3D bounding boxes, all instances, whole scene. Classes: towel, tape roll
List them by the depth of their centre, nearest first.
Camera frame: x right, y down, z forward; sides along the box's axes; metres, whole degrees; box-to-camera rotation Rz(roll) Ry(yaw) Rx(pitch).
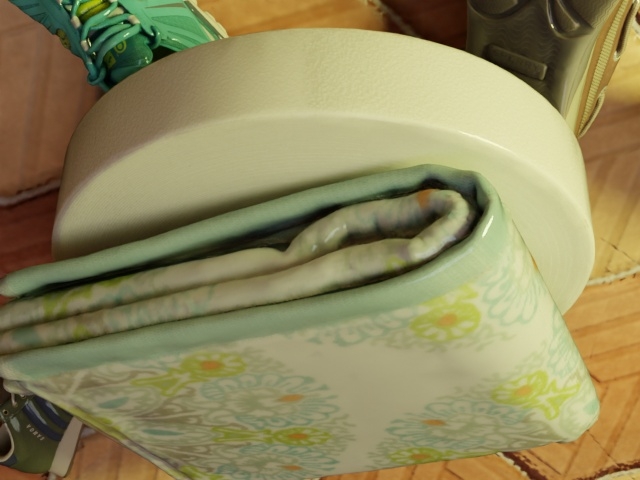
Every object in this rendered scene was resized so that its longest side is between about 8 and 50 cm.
[{"bbox_3d":[-0.012,0.085,0.796,0.374,0.090,0.320,-12,150,20],"label":"towel"},{"bbox_3d":[0.000,0.000,0.801,0.391,0.072,0.392,0,149,0],"label":"tape roll"}]

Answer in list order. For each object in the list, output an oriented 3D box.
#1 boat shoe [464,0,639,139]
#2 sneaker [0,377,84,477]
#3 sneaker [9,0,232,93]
[{"bbox_3d":[0.174,-0.180,0.791,0.123,0.116,0.324,31,130,20],"label":"boat shoe"},{"bbox_3d":[-0.246,0.132,0.949,0.086,0.064,0.192,9,124,-19],"label":"sneaker"},{"bbox_3d":[-0.143,-0.159,0.755,0.107,0.110,0.275,-42,118,18],"label":"sneaker"}]
